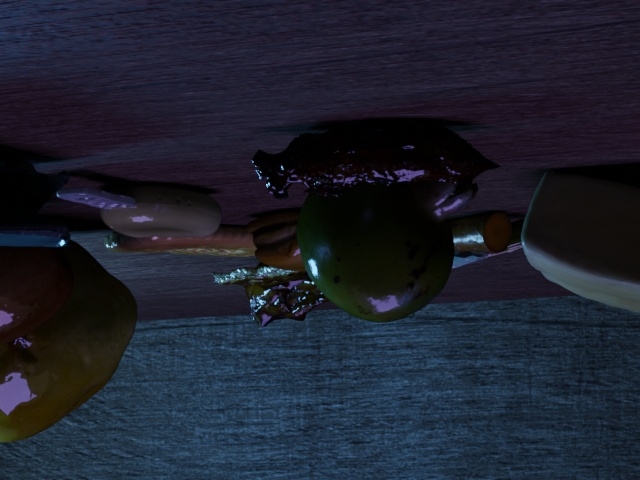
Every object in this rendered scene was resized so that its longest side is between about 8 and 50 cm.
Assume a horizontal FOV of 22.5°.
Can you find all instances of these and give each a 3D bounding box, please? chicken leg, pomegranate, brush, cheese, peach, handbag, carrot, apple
[{"bbox_3d":[0.053,-0.076,1.533,0.233,0.063,0.105,-4,178,7],"label":"chicken leg"},{"bbox_3d":[0.004,0.073,2.652,0.304,0.113,0.093,-10,-168,37],"label":"chicken leg"},{"bbox_3d":[0.080,-0.013,1.746,0.209,0.180,0.180,-38,155,27],"label":"pomegranate"},{"bbox_3d":[0.146,0.030,2.304,0.336,0.020,0.085,-18,-157,29],"label":"brush"},{"bbox_3d":[-0.219,-0.040,1.838,0.127,0.050,0.255,-3,172,26],"label":"cheese"},{"bbox_3d":[0.378,0.015,1.914,0.242,0.124,0.265,11,174,17],"label":"cheese"},{"bbox_3d":[-0.417,0.119,2.159,0.314,0.281,0.315,-36,-178,15],"label":"peach"},{"bbox_3d":[-0.420,-0.039,1.604,0.274,0.100,0.268,-4,177,27],"label":"handbag"},{"bbox_3d":[0.168,-0.005,2.255,0.057,0.057,0.224,4,175,-42],"label":"carrot"},{"bbox_3d":[-0.394,0.034,1.916,0.168,0.181,0.181,-27,173,0],"label":"apple"}]

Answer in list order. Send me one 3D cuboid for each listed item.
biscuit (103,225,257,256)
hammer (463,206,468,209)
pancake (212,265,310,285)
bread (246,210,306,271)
[{"bbox_3d":[-0.168,0.002,2.288,0.249,0.030,0.160,3,172,-34],"label":"biscuit"},{"bbox_3d":[0.134,-0.039,2.113,0.123,0.014,0.029,-7,-179,19],"label":"hammer"},{"bbox_3d":[-0.055,0.033,2.411,0.244,0.057,0.266,-6,176,15],"label":"pancake"},{"bbox_3d":[0.000,0.000,2.168,0.116,0.077,0.200,-18,165,40],"label":"bread"}]
